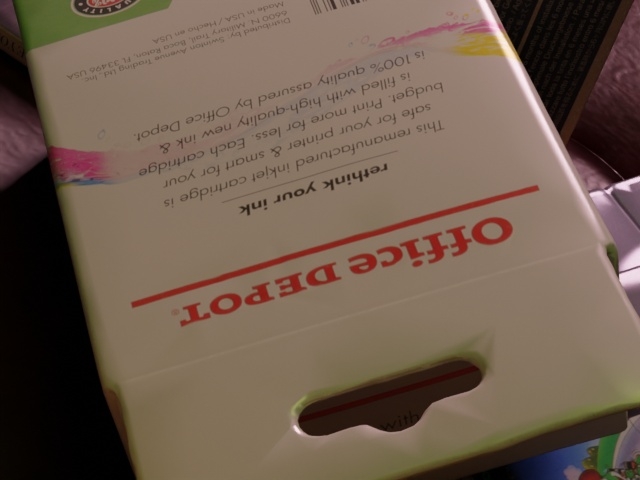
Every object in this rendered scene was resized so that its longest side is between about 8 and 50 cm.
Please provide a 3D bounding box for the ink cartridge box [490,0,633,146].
[{"bbox_3d":[0.096,-0.160,1.109,0.088,0.193,0.234,11,37,-14],"label":"ink cartridge box"}]

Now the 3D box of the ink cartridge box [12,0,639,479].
[{"bbox_3d":[0.000,0.000,0.852,0.207,0.119,0.353,-16,45,-3],"label":"ink cartridge box"}]

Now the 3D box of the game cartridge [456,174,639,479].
[{"bbox_3d":[0.187,0.116,0.889,0.230,0.068,0.355,-14,52,-30],"label":"game cartridge"}]

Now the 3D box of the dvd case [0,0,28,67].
[{"bbox_3d":[-0.170,-0.164,1.108,0.221,0.018,0.164,33,35,13],"label":"dvd case"}]
